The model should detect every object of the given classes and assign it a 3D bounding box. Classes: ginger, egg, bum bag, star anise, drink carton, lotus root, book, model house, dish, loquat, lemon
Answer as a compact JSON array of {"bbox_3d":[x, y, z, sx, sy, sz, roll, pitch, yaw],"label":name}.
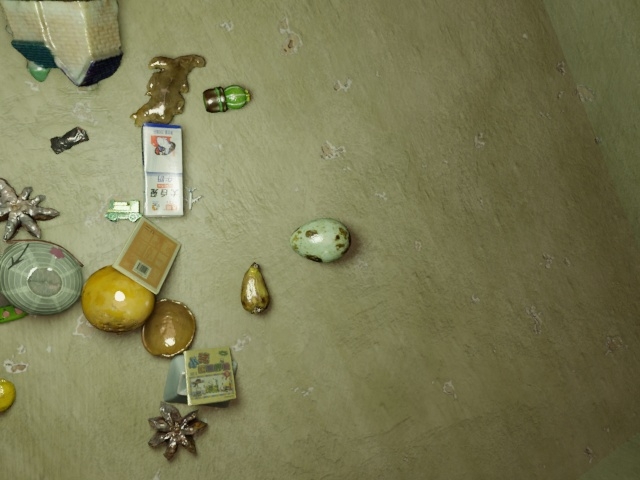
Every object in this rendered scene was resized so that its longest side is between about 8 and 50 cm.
[{"bbox_3d":[-0.541,-0.531,1.626,0.166,0.080,0.332,27,88,-26],"label":"ginger"},{"bbox_3d":[0.000,0.000,1.747,0.231,0.169,0.169,0,92,-5],"label":"egg"},{"bbox_3d":[-0.852,-0.340,1.575,0.124,0.034,0.057,-31,113,-11],"label":"bum bag"},{"bbox_3d":[-0.987,-0.098,1.508,0.229,0.093,0.236,-24,86,-32],"label":"star anise"},{"bbox_3d":[-0.550,-0.238,1.617,0.131,0.107,0.314,-2,93,-24],"label":"drink carton"},{"bbox_3d":[-0.245,0.176,1.732,0.108,0.094,0.190,-3,85,-36],"label":"lotus root"},{"bbox_3d":[-0.527,0.697,1.684,0.212,0.073,0.196,17,85,-12],"label":"star anise"},{"bbox_3d":[-0.396,0.481,1.662,0.168,0.013,0.192,0,61,-26],"label":"book"},{"bbox_3d":[-0.811,-0.634,1.493,0.299,0.243,0.284,7,118,10],"label":"model house"},{"bbox_3d":[-0.436,0.523,1.698,0.243,0.080,0.181,12,89,-16],"label":"dish"},{"bbox_3d":[-0.668,0.196,1.548,0.235,0.235,0.234,-1,92,-15],"label":"loquat"},{"bbox_3d":[-1.052,0.508,1.533,0.082,0.082,0.110,-1,88,-15],"label":"lemon"},{"bbox_3d":[-0.578,0.047,1.570,0.018,0.241,0.170,-33,120,31],"label":"book"}]

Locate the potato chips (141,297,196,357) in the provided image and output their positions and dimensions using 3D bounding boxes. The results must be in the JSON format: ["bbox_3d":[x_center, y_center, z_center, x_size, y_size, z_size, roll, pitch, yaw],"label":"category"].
[{"bbox_3d":[-0.548,0.310,1.668,0.195,0.062,0.208,-29,98,-17],"label":"potato chips"}]

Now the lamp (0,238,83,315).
[{"bbox_3d":[-0.897,0.115,1.487,0.265,0.233,0.233,37,82,-37],"label":"lamp"}]

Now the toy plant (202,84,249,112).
[{"bbox_3d":[-0.336,-0.510,1.675,0.163,0.093,0.092,-13,96,-17],"label":"toy plant"}]

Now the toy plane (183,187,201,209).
[{"bbox_3d":[-0.471,-0.152,1.689,0.078,0.024,0.084,2,99,-6],"label":"toy plane"}]

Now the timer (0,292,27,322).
[{"bbox_3d":[-1.041,0.203,1.542,0.140,0.047,0.127,-14,97,-14],"label":"timer"}]

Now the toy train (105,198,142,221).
[{"bbox_3d":[-0.684,-0.102,1.622,0.122,0.050,0.081,1,87,-14],"label":"toy train"}]
